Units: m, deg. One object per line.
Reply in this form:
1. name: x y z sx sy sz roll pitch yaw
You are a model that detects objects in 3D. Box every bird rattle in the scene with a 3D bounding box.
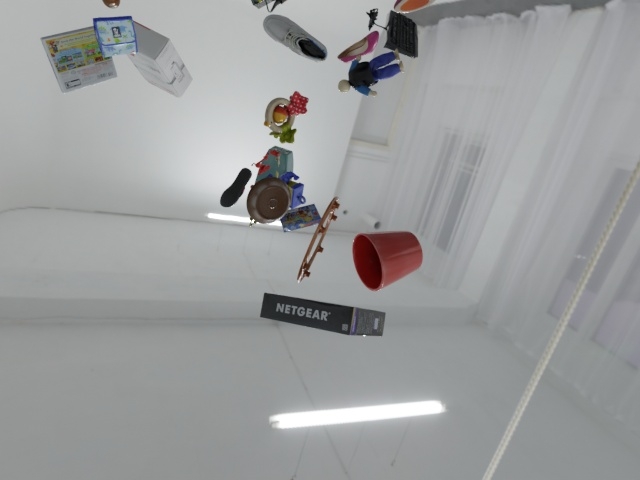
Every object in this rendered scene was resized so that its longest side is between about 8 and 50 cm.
1. bird rattle: -0.168 -0.596 1.969 0.207 0.253 0.143 10 -160 -47

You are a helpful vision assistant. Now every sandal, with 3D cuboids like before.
1. sandal: -0.318 -0.198 1.585 0.067 0.179 0.040 39 -173 12

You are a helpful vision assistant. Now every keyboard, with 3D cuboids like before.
1. keyboard: 0.250 -0.740 1.440 0.202 0.033 0.316 17 -134 -6

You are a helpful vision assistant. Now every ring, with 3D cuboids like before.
1. ring: 0.000 0.000 1.472 0.032 0.336 0.336 24 -161 4

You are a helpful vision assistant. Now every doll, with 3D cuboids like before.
1. doll: 0.139 -0.468 1.170 0.189 0.128 0.046 -18 176 13

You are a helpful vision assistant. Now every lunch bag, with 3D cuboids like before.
1. lunch bag: -0.730 -0.736 1.470 0.129 0.096 0.151 -20 170 -25

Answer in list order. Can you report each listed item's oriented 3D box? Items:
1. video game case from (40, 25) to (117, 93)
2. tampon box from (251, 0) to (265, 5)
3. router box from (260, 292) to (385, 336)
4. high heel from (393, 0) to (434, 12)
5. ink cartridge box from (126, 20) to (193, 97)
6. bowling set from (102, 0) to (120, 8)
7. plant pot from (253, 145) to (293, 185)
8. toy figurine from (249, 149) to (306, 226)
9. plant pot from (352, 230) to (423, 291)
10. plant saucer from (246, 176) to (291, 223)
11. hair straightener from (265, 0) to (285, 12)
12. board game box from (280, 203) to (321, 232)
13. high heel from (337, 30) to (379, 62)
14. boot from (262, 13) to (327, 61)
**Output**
1. video game case: -0.921 -0.701 1.594 0.026 0.206 0.227 36 -127 25
2. tampon box: -0.276 -1.249 2.041 0.161 0.120 0.101 -20 -163 14
3. router box: 0.012 0.228 1.266 0.309 0.080 0.243 4 170 31
4. high heel: 0.470 -1.126 1.742 0.378 0.181 0.127 -20 163 25
5. ink cartridge box: -0.709 -0.775 1.783 0.208 0.117 0.283 29 171 8
6. bowling set: -0.598 -0.826 1.307 0.154 0.199 0.287 7 -151 -33
7. plant pot: -0.237 -0.373 2.198 0.166 0.234 0.165 19 -153 5
8. toy figurine: -0.167 -0.181 1.781 0.217 0.362 0.191 28 -140 19
9. plant pot: 0.315 0.071 1.898 0.244 0.274 0.275 -14 -151 -21
10. plant saucer: -0.198 -0.153 1.650 0.199 0.198 0.036 1 -159 -35
11. hair straightener: -0.117 -0.812 1.348 0.089 0.047 0.230 24 -117 20
12. board game box: -0.108 -0.118 2.122 0.202 0.035 0.136 -14 -137 -8
13. high heel: 0.188 -0.972 2.068 0.117 0.082 0.244 -7 178 -29
14. boot: -0.086 -0.726 1.479 0.259 0.095 0.123 22 -159 -15
